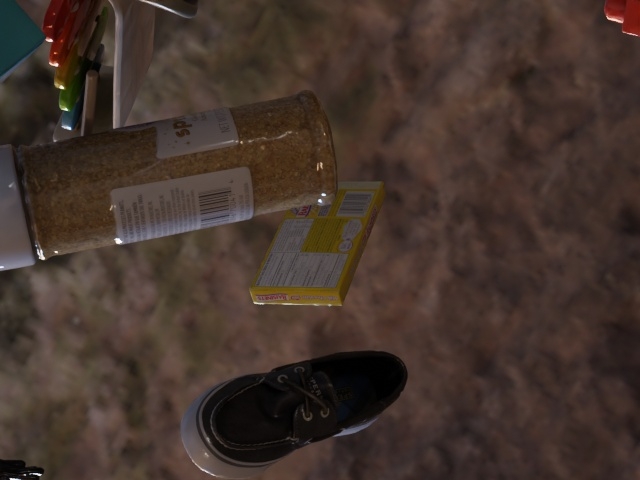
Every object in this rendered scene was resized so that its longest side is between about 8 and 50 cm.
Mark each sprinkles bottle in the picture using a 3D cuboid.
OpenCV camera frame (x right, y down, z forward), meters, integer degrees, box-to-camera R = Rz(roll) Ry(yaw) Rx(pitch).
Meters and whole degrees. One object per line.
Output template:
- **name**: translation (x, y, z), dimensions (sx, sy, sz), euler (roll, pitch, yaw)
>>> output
- **sprinkles bottle**: translation (-0.166, -0.060, 1.642), dimensions (0.121, 0.355, 0.121), euler (169, -90, -81)

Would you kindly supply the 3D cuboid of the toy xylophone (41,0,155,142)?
- **toy xylophone**: translation (-0.234, -0.200, 1.710), dimensions (0.322, 0.081, 0.236), euler (103, 4, -49)

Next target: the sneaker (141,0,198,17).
- **sneaker**: translation (-0.119, -0.259, 1.342), dimensions (0.222, 0.083, 0.118), euler (-96, -153, -69)

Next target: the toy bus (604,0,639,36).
- **toy bus**: translation (0.335, -0.180, 1.254), dimensions (0.220, 0.211, 0.149), euler (-35, 135, -45)

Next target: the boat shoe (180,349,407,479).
- **boat shoe**: translation (-0.011, 0.129, 1.317), dimensions (0.228, 0.080, 0.076), euler (-4, 152, -48)

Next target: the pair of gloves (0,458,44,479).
- **pair of gloves**: translation (-0.206, 0.153, 1.025), dimensions (0.083, 0.074, 0.010), euler (-133, -128, -68)

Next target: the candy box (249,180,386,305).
- **candy box**: translation (0.000, 0.000, 1.866), dimensions (0.206, 0.105, 0.027), euler (-66, 148, -49)

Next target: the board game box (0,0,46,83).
- **board game box**: translation (-0.404, -0.057, 1.342), dimensions (0.254, 0.079, 0.336), euler (-31, -167, 49)
